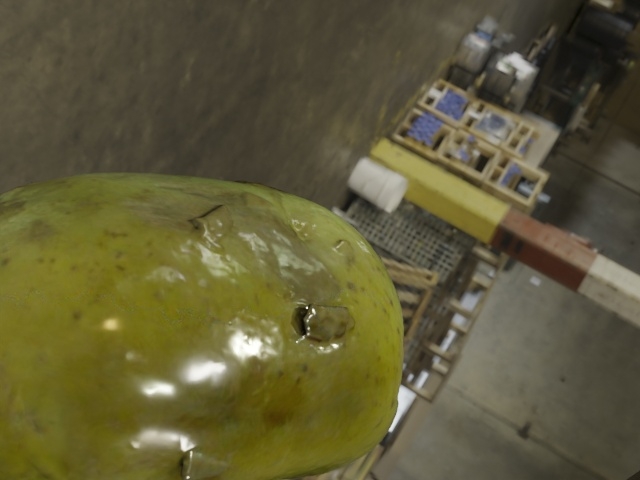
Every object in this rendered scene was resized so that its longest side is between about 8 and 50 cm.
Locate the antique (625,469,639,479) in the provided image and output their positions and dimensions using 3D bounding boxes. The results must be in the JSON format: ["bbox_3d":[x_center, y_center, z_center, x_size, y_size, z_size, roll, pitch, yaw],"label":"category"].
[{"bbox_3d":[0.278,0.229,0.657,0.031,0.192,0.015,-41,-166,14],"label":"antique"}]

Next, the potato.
[{"bbox_3d":[-0.059,0.055,0.433,0.271,0.111,0.160,4,99,-30],"label":"potato"}]
